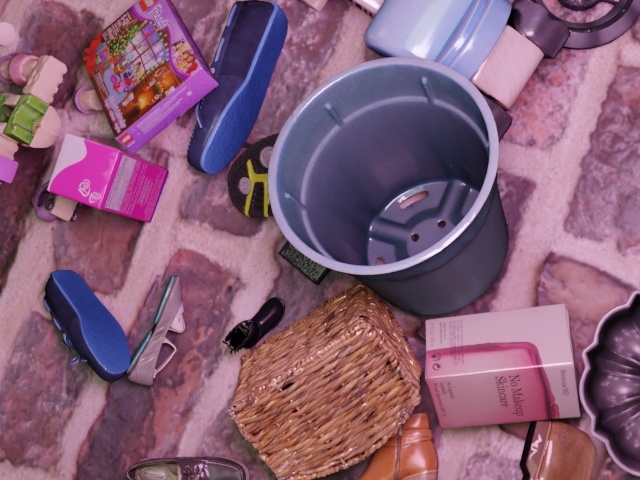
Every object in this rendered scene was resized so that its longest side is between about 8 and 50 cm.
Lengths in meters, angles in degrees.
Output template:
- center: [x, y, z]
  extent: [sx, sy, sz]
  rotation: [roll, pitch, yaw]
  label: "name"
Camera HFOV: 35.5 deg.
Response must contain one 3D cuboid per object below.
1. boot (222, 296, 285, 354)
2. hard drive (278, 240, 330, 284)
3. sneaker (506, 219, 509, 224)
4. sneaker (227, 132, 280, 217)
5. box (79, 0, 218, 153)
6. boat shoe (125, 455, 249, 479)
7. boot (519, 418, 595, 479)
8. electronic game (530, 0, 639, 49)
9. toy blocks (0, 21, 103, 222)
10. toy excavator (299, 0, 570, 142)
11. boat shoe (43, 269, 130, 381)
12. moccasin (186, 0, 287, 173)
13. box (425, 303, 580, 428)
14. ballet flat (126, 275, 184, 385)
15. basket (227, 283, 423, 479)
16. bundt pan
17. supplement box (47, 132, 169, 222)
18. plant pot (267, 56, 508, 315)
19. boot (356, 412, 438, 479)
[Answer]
- center: [-0.118, 0.150, 1.777]
  extent: [0.045, 0.099, 0.121]
  rotation: [43, 95, 13]
  label: "boot"
- center: [0.000, 0.000, 1.805]
  extent: [0.094, 0.022, 0.135]
  rotation: [39, 94, 15]
  label: "hard drive"
- center: [0.214, 0.021, 1.720]
  extent: [0.232, 0.081, 0.090]
  rotation: [-42, 81, 6]
  label: "sneaker"
- center: [0.003, -0.145, 1.770]
  extent: [0.384, 0.147, 0.145]
  rotation: [-25, 81, 28]
  label: "sneaker"
- center: [-0.322, -0.319, 1.835]
  extent: [0.201, 0.057, 0.293]
  rotation: [-38, 48, 8]
  label: "box"
- center: [-0.241, 0.426, 1.789]
  extent: [0.223, 0.073, 0.080]
  rotation: [0, 84, 14]
  label: "boat shoe"
- center: [0.366, 0.446, 1.627]
  extent: [0.115, 0.112, 0.305]
  rotation: [17, 86, 5]
  label: "boot"
- center: [0.449, -0.442, 1.731]
  extent: [0.229, 0.048, 0.229]
  rotation: [-1, 84, 6]
  label: "electronic game"
- center: [-0.603, -0.224, 1.908]
  extent: [0.260, 0.309, 0.288]
  rotation: [7, 71, 47]
  label: "toy blocks"
- center: [0.135, -0.382, 1.695]
  extent: [0.445, 0.433, 0.222]
  rotation: [34, 93, -13]
  label: "toy excavator"
- center: [-0.434, 0.168, 1.864]
  extent: [0.089, 0.109, 0.258]
  rotation: [-55, 53, 29]
  label: "boat shoe"
- center: [-0.169, -0.283, 1.840]
  extent: [0.117, 0.138, 0.342]
  rotation: [19, 74, 19]
  label: "moccasin"
- center: [0.295, 0.207, 1.624]
  extent: [0.232, 0.148, 0.127]
  rotation: [-8, 44, 14]
  label: "box"
- center: [-0.288, 0.169, 1.844]
  extent: [0.068, 0.072, 0.213]
  rotation: [26, 91, -12]
  label: "ballet flat"
- center: [0.021, 0.248, 1.715]
  extent: [0.299, 0.223, 0.213]
  rotation: [-34, 103, 11]
  label: "basket"
- center: [0.579, 0.228, 1.584]
  extent: [0.331, 0.124, 0.331]
  rotation: [-2, 83, 15]
  label: "bundt pan"
- center: [-0.380, -0.110, 1.809]
  extent: [0.111, 0.220, 0.114]
  rotation: [19, 88, 16]
  label: "supplement box"
- center: [0.139, -0.053, 1.551]
  extent: [0.341, 0.334, 0.341]
  rotation: [-8, 66, 19]
  label: "plant pot"
- center: [0.107, 0.377, 1.719]
  extent: [0.197, 0.073, 0.152]
  rotation: [-8, 74, 14]
  label: "boot"
